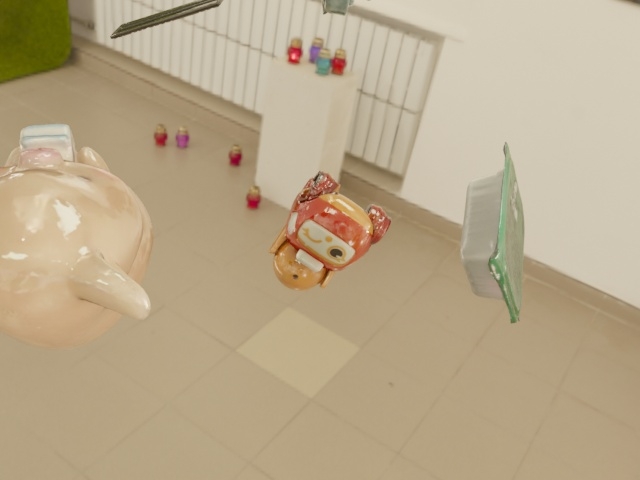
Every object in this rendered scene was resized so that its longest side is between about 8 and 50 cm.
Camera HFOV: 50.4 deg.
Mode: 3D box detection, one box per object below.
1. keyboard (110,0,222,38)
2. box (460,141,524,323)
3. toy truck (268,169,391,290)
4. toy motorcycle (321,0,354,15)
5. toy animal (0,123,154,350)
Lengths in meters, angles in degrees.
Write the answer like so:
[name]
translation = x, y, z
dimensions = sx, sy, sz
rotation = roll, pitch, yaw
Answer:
[keyboard]
translation = -0.296, -0.527, 1.533
dimensions = 0.381, 0.041, 0.103
rotation = -17, 32, 17
[box]
translation = 0.382, -0.009, 1.514
dimensions = 0.106, 0.264, 0.336
rotation = -4, 49, 23
[toy truck]
translation = 0.000, 0.000, 1.445
dimensions = 0.189, 0.239, 0.265
rotation = 34, -8, -8
[toy motorcycle]
translation = 0.055, -0.383, 0.768
dimensions = 0.182, 0.241, 0.319
rotation = 33, 22, -12
[toy animal]
translation = -0.251, -0.002, 0.661
dimensions = 0.195, 0.256, 0.212
rotation = -4, 77, -6
